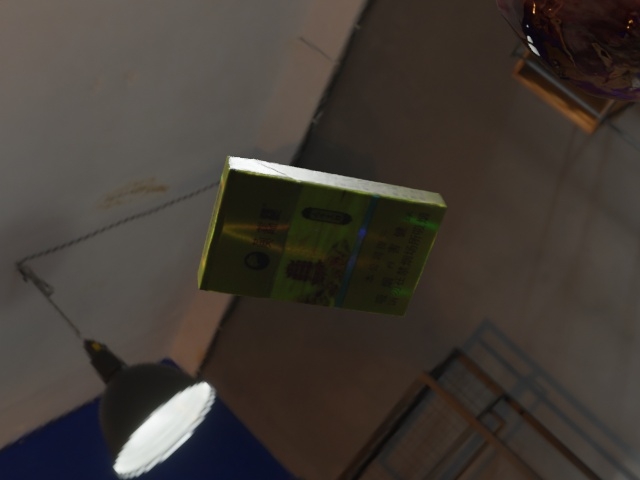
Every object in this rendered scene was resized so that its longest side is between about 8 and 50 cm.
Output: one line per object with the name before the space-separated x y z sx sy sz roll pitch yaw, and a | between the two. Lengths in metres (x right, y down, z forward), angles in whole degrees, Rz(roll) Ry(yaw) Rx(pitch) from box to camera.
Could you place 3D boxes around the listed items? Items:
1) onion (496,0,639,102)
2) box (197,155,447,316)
onion | 0.267 -0.235 0.703 0.252 0.252 0.219 108 169 -52
box | 0.000 0.000 0.754 0.193 0.030 0.121 8 -60 -16
